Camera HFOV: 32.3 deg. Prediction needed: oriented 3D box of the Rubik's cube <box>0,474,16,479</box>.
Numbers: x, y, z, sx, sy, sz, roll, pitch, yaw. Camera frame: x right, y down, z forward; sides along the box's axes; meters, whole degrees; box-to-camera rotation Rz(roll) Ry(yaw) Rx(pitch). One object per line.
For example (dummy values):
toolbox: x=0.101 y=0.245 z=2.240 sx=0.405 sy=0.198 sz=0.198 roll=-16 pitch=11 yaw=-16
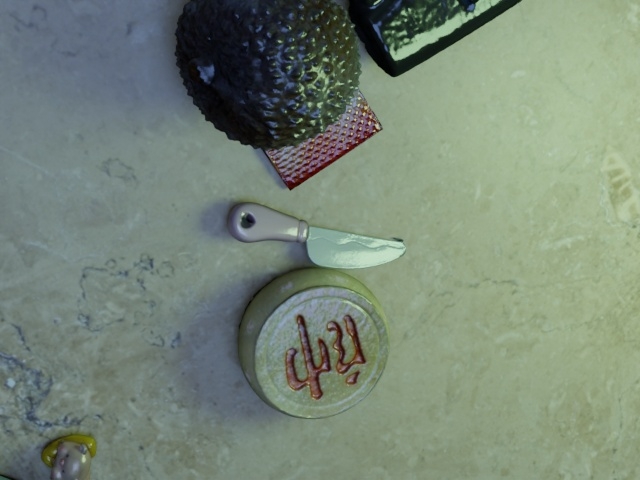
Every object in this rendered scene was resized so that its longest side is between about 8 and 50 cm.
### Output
Rubik's cube: x=-0.544 y=0.555 z=1.836 sx=0.248 sy=0.250 sz=0.246 roll=29 pitch=97 yaw=-18

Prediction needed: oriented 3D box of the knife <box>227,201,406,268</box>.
knife: x=-0.001 y=0.003 z=1.919 sx=0.336 sy=0.043 sz=0.081 roll=13 pitch=80 yaw=-19

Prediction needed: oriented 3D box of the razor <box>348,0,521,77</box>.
razor: x=0.206 y=-0.420 z=1.821 sx=0.327 sy=0.107 sz=0.189 roll=-34 pitch=112 yaw=-2

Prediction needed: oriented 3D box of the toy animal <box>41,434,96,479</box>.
toy animal: x=-0.436 y=0.393 z=1.904 sx=0.091 sy=0.082 sz=0.114 roll=12 pitch=103 yaw=-17

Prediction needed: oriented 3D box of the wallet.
wallet: x=0.001 y=-0.178 z=1.885 sx=0.196 sy=0.020 sz=0.103 roll=-34 pitch=111 yaw=-3

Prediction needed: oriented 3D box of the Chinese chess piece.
Chinese chess piece: x=-0.011 y=0.180 z=1.940 sx=0.270 sy=0.112 sz=0.270 roll=-5 pitch=108 yaw=-15

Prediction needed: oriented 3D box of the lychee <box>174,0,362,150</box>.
lychee: x=-0.078 y=-0.288 z=1.696 sx=0.300 sy=0.300 sz=0.300 roll=-4 pitch=107 yaw=-14
